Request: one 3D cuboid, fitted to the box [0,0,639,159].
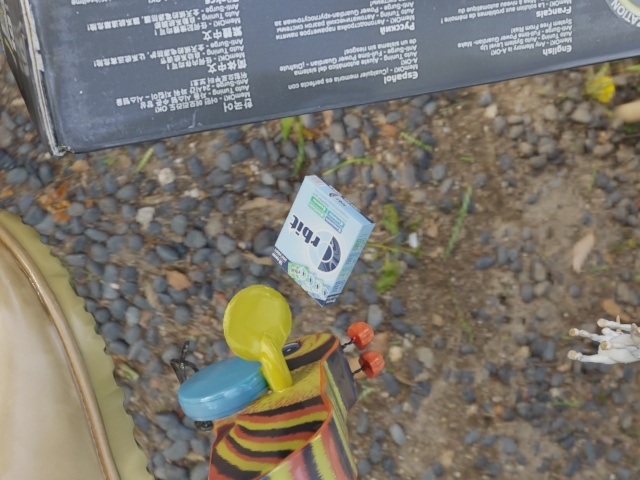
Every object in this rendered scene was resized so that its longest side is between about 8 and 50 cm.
[{"bbox_3d":[0.028,-0.152,0.532,0.395,0.318,0.097,-13,109,-17],"label":"box"}]

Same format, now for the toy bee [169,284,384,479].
[{"bbox_3d":[-0.023,0.110,0.728,0.162,0.298,0.195,-24,125,-8],"label":"toy bee"}]

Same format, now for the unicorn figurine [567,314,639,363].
[{"bbox_3d":[0.347,0.120,1.135,0.111,0.162,0.060,11,91,-21],"label":"unicorn figurine"}]

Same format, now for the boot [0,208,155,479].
[{"bbox_3d":[-0.208,0.120,0.399,0.270,0.089,0.236,-19,73,-35],"label":"boot"}]

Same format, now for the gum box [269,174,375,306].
[{"bbox_3d":[0.000,0.000,1.774,0.041,0.157,0.184,-11,134,-48],"label":"gum box"}]
